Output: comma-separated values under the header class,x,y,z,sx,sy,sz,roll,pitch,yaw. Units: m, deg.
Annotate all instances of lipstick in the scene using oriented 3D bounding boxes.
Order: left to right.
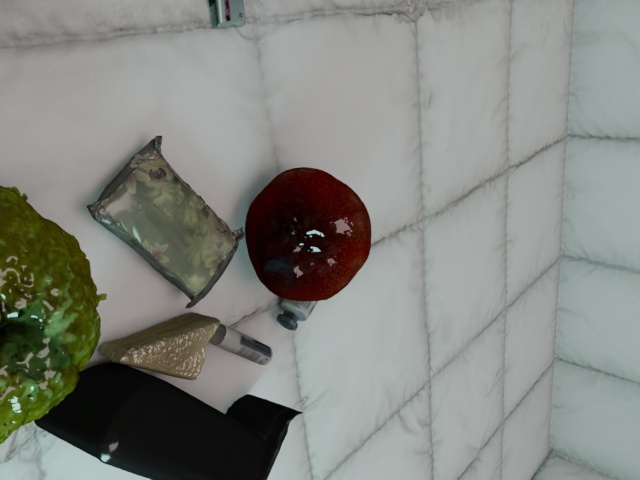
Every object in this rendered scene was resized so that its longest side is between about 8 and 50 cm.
class,x,y,z,sx,sy,sz,roll,pitch,yaw
lipstick,-0.141,0.191,1.047,0.141,0.040,0.040,38,71,-47

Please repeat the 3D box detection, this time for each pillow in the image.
class,x,y,z,sx,sy,sz,roll,pitch,yaw
pillow,-0.226,-0.023,0.879,0.169,0.059,0.255,-57,134,-23

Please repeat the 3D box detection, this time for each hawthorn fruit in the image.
class,x,y,z,sx,sy,sz,roll,pitch,yaw
hawthorn fruit,0.000,0.000,1.036,0.266,0.210,0.231,18,89,-55

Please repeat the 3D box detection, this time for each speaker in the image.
class,x,y,z,sx,sy,sz,roll,pitch,yaw
speaker,-0.210,0.279,0.899,0.388,0.179,0.184,47,58,-45

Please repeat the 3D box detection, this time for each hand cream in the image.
class,x,y,z,sx,sy,sz,roll,pitch,yaw
hand cream,-0.002,0.059,1.166,0.276,0.059,0.095,-57,135,-29

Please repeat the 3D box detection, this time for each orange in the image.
class,x,y,z,sx,sy,sz,roll,pitch,yaw
orange,-0.374,0.079,0.612,0.300,0.223,0.302,-33,123,-46

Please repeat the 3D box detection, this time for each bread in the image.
class,x,y,z,sx,sy,sz,roll,pitch,yaw
bread,-0.245,0.147,0.885,0.152,0.077,0.105,30,73,-45

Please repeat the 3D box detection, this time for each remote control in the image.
class,x,y,z,sx,sy,sz,roll,pitch,yaw
remote control,-0.149,-0.416,0.884,0.065,0.029,0.167,-26,119,-44
